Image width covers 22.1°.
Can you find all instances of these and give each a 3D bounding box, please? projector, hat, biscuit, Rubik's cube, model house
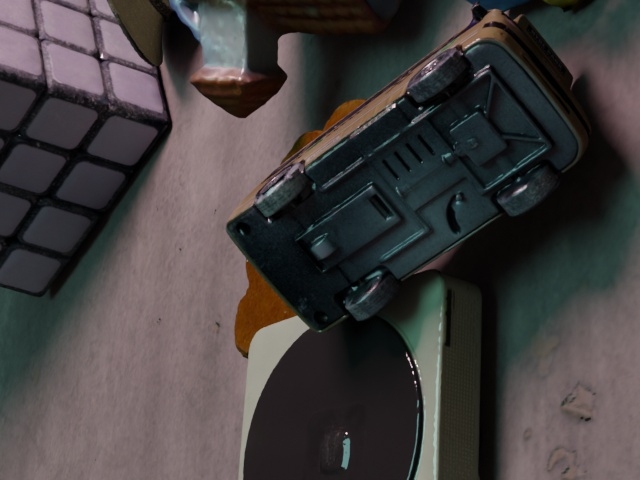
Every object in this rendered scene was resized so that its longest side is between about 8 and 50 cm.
[{"bbox_3d":[0.032,0.177,1.363,0.259,0.079,0.257,-21,57,46],"label":"projector"},{"bbox_3d":[-0.191,-0.344,1.909,0.130,0.257,0.257,-23,47,7],"label":"hat"},{"bbox_3d":[0.000,0.000,1.545,0.290,0.041,0.208,-58,35,27],"label":"biscuit"},{"bbox_3d":[-0.427,-0.186,2.025,0.337,0.343,0.344,-49,40,33],"label":"Rubik's cube"},{"bbox_3d":[-0.013,-0.287,1.581,0.295,0.251,0.329,3,101,35],"label":"model house"}]

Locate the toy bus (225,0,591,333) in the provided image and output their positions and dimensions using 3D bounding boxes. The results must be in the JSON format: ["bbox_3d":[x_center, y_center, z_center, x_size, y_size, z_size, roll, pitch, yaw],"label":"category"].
[{"bbox_3d":[0.076,-0.061,1.307,0.289,0.139,0.157,-37,11,28],"label":"toy bus"}]

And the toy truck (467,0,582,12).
[{"bbox_3d":[0.211,-0.304,1.256,0.385,0.161,0.162,-19,51,54],"label":"toy truck"}]
